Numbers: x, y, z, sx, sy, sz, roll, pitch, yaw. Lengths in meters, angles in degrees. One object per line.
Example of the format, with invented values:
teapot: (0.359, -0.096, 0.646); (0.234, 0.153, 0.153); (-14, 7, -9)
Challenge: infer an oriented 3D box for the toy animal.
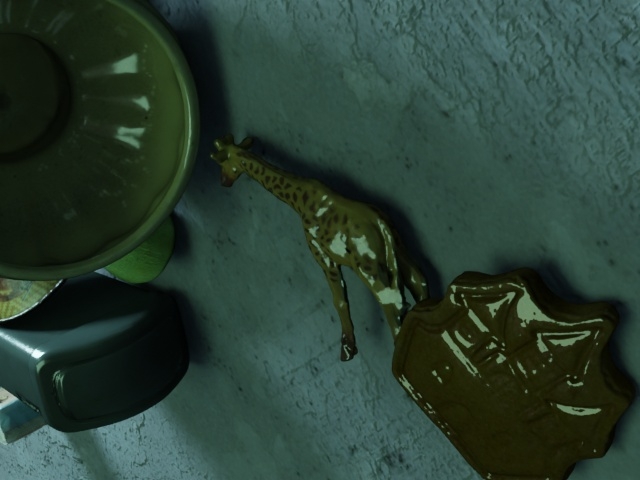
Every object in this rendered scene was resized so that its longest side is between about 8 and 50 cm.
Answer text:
toy animal: (0.003, -0.005, 1.223); (0.275, 0.054, 0.149); (51, 146, 12)

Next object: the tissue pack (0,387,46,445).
tissue pack: (-0.379, 0.212, 1.805); (0.074, 0.094, 0.059); (10, 121, 51)

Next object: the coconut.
coconut: (-0.188, 0.001, 1.443); (0.088, 0.096, 0.088); (-23, 56, 39)

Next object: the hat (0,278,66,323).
hat: (-0.328, -0.012, 1.509); (0.193, 0.193, 0.082); (8, 155, 49)

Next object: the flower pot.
flower pot: (-0.284, -0.123, 1.322); (0.244, 0.307, 0.307); (32, 137, 59)

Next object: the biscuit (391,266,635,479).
biscuit: (0.152, 0.103, 1.090); (0.182, 0.034, 0.215); (48, 137, 1)

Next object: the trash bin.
trash bin: (-0.256, 0.111, 1.520); (0.236, 0.176, 0.101); (17, 128, 49)
